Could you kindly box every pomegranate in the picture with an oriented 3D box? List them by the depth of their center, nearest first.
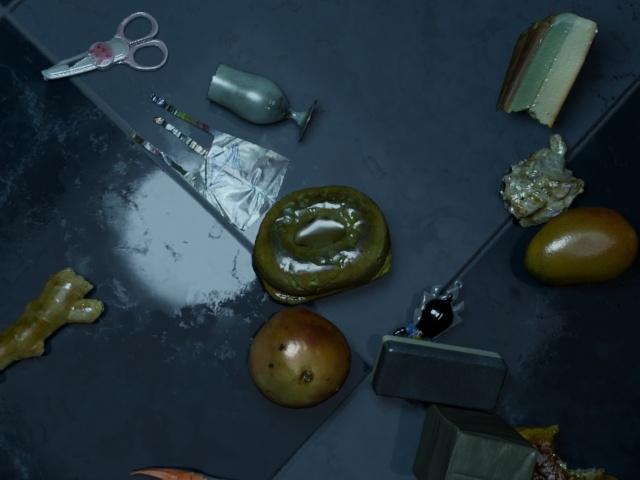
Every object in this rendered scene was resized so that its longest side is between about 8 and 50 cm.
[{"bbox_3d":[-0.037,0.218,1.622,0.191,0.191,0.191,1,84,-6],"label":"pomegranate"}]

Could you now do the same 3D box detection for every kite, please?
[{"bbox_3d":[-0.224,-0.152,1.722,0.310,0.015,0.169,28,83,-3],"label":"kite"}]

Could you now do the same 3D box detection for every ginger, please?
[{"bbox_3d":[-0.548,0.166,1.634,0.299,0.065,0.118,-34,84,-5],"label":"ginger"}]

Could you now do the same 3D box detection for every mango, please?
[{"bbox_3d":[0.507,0.011,1.726,0.221,0.120,0.151,-4,90,3],"label":"mango"}]

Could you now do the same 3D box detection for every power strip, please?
[{"bbox_3d":[0.228,0.252,1.673,0.257,0.070,0.105,11,109,-12],"label":"power strip"}]

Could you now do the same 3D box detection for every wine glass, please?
[{"bbox_3d":[-0.115,-0.269,1.706,0.202,0.093,0.093,21,83,-4],"label":"wine glass"}]

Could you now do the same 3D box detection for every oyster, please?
[{"bbox_3d":[0.441,-0.122,1.755,0.163,0.081,0.191,7,80,-1],"label":"oyster"}]

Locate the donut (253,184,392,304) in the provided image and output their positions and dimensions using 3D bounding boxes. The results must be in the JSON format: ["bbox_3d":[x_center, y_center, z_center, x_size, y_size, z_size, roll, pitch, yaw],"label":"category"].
[{"bbox_3d":[0.000,0.000,1.656,0.261,0.128,0.208,-19,69,-6],"label":"donut"}]

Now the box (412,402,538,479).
[{"bbox_3d":[0.272,0.401,1.600,0.149,0.231,0.155,14,91,-5],"label":"box"}]

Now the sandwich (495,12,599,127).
[{"bbox_3d":[0.430,-0.319,1.701,0.108,0.220,0.186,18,83,-5],"label":"sandwich"}]

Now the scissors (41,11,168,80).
[{"bbox_3d":[-0.420,-0.356,1.714,0.242,0.030,0.118,-23,87,-11],"label":"scissors"}]

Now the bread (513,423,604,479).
[{"bbox_3d":[0.450,0.536,1.662,0.185,0.109,0.380,-3,85,7],"label":"bread"}]

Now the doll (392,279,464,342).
[{"bbox_3d":[0.213,0.156,1.708,0.096,0.070,0.195,38,91,-8],"label":"doll"}]

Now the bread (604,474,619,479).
[{"bbox_3d":[0.553,0.499,1.719,0.081,0.046,0.083,33,83,1],"label":"bread"}]

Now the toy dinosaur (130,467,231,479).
[{"bbox_3d":[-0.218,0.471,1.639,0.280,0.055,0.101,23,60,-1],"label":"toy dinosaur"}]
